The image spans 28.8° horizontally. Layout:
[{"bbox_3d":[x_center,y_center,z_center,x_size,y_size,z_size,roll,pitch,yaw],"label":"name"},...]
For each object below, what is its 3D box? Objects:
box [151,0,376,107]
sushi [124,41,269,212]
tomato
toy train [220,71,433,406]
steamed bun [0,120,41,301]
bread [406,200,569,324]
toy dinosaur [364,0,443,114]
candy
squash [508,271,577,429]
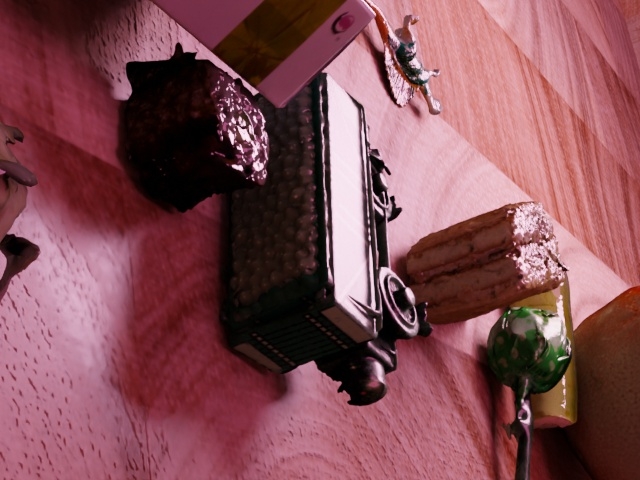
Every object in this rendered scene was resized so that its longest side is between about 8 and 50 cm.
[{"bbox_3d":[-0.114,-0.243,0.845,0.299,0.106,0.200,37,13,-52],"label":"box"},{"bbox_3d":[-0.087,-0.078,0.889,0.094,0.084,0.098,37,43,-55],"label":"sushi"},{"bbox_3d":[0.427,0.189,1.516,0.239,0.303,0.303,21,51,-39],"label":"tomato"},{"bbox_3d":[0.000,0.000,0.988,0.154,0.115,0.269,34,41,-40],"label":"toy train"},{"bbox_3d":[-0.248,-0.013,0.366,0.280,0.207,0.268,39,6,-7],"label":"steamed bun"},{"bbox_3d":[0.172,0.024,1.302,0.196,0.138,0.102,-6,73,-65],"label":"bread"},{"bbox_3d":[0.092,-0.205,1.432,0.187,0.044,0.106,18,71,-62],"label":"toy dinosaur"},{"bbox_3d":[0.216,0.210,1.338,0.097,0.097,0.323,49,38,-38],"label":"candy"},{"bbox_3d":[0.268,0.119,1.508,0.083,0.083,0.250,43,39,-46],"label":"squash"}]
